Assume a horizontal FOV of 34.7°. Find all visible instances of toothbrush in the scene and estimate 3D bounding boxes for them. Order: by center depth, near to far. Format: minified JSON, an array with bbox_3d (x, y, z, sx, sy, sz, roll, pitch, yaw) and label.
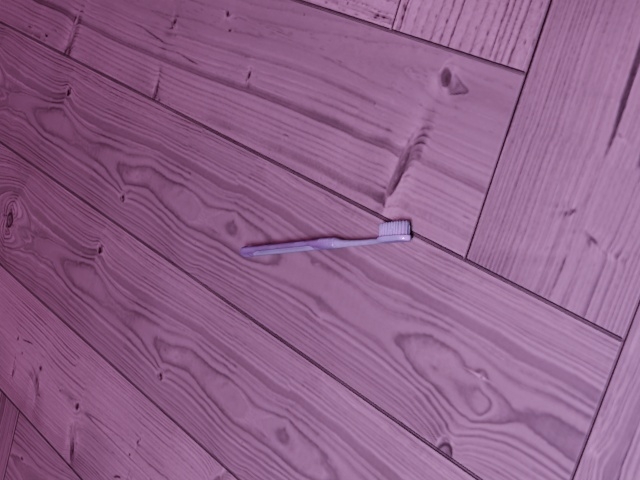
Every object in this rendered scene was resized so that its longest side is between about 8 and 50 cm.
[{"bbox_3d":[0.000,0.000,1.525,0.354,0.024,0.029,-7,77,46],"label":"toothbrush"}]
